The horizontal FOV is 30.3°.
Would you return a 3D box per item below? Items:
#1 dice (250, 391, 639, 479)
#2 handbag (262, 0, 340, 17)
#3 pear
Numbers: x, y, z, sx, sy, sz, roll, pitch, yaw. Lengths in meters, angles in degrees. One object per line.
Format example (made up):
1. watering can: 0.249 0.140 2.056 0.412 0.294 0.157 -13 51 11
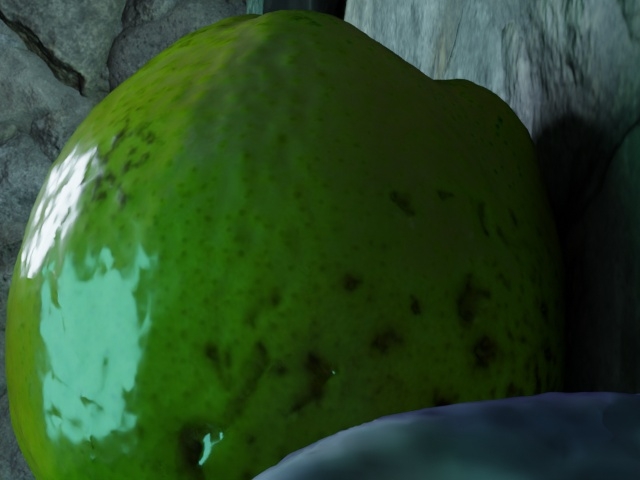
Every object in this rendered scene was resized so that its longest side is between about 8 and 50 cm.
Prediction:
1. dice: 0.090 0.219 0.324 0.271 0.270 0.270 -106 17 -61
2. handbag: -0.020 -0.336 1.718 0.247 0.080 0.223 103 158 -46
3. pear: -0.020 0.032 0.773 0.391 0.391 0.391 180 90 -81
